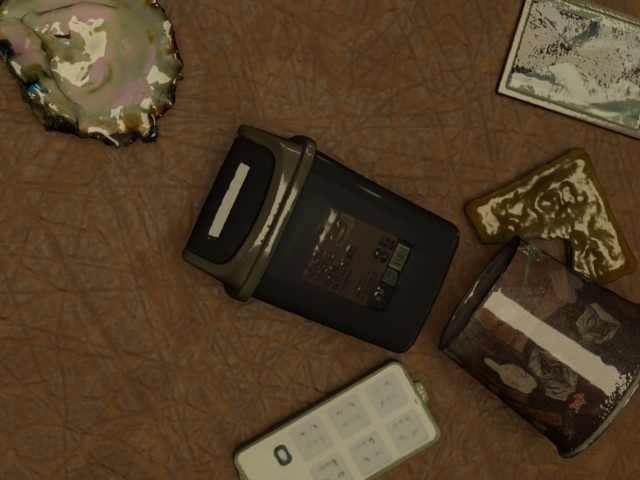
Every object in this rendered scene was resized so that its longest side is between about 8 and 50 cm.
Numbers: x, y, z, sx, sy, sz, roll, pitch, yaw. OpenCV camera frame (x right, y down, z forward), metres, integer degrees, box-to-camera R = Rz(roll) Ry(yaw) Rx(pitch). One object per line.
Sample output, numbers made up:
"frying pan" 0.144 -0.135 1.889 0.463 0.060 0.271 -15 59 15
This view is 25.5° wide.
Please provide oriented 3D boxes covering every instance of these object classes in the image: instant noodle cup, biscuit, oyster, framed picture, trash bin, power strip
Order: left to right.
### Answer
"oyster" -0.293 -0.223 1.690 0.259 0.092 0.198 15 91 -16
"trash bin" 0.000 0.000 1.688 0.290 0.182 0.210 25 89 -13
"power strip" 0.018 0.256 1.766 0.270 0.046 0.118 -30 96 -4
"instant noodle cup" 0.274 0.119 1.714 0.207 0.217 0.217 34 88 -1
"biscuit" 0.296 -0.007 1.789 0.174 0.039 0.183 -30 95 -6
"framed picture" 0.337 -0.226 1.794 0.203 0.015 0.150 18 90 -7
